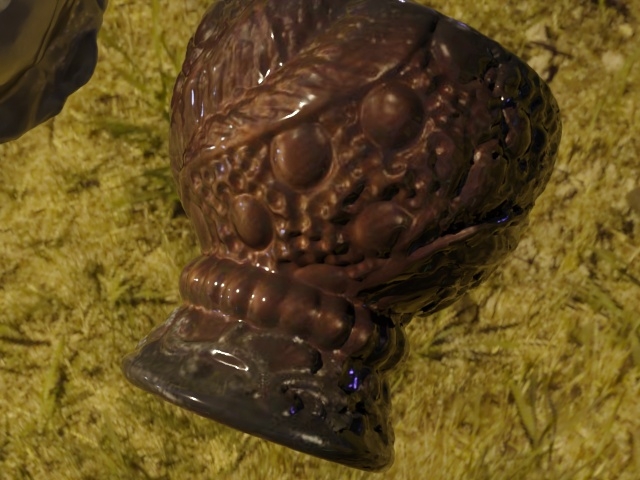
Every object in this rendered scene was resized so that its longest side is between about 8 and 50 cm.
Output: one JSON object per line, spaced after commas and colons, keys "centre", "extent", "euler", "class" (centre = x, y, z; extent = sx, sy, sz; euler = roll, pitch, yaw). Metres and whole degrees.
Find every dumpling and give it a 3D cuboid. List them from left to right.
{"centre": [-0.278, -0.175, 0.740], "extent": [0.258, 0.193, 0.147], "euler": [-43, 45, -12], "class": "dumpling"}

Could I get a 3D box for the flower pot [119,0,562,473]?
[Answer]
{"centre": [0.000, 0.000, 0.612], "extent": [0.267, 0.266, 0.267], "euler": [19, 80, 10], "class": "flower pot"}
